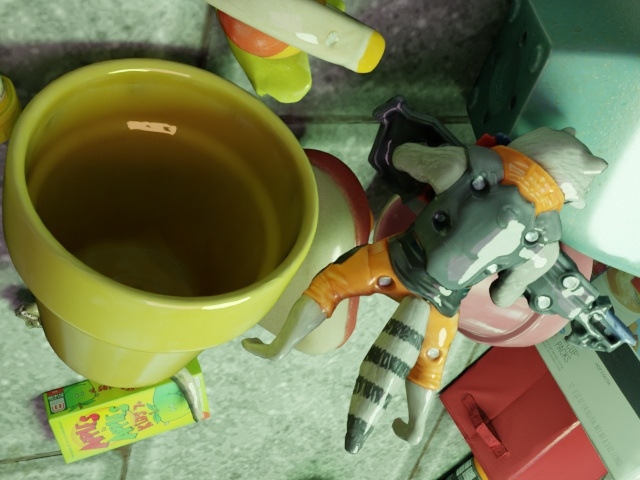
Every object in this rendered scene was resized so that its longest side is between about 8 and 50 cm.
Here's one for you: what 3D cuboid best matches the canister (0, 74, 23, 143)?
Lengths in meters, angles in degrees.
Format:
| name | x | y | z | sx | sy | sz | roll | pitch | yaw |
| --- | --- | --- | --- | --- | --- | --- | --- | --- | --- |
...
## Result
| name | x | y | z | sx | sy | sz | roll | pitch | yaw |
| --- | --- | --- | --- | --- | --- | --- | --- | --- | --- |
| canister | -0.320 | -0.142 | 0.699 | 0.126 | 0.073 | 0.170 | -22 | 136 | -7 |

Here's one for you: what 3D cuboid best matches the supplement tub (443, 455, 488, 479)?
| name | x | y | z | sx | sy | sz | roll | pitch | yaw |
| --- | --- | --- | --- | --- | --- | --- | --- | --- | --- |
| supplement tub | 0.270 | 0.421 | 1.544 | 0.198 | 0.106 | 0.106 | -43 | 136 | 17 |

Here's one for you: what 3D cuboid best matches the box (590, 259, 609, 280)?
| name | x | y | z | sx | sy | sz | roll | pitch | yaw |
| --- | --- | --- | --- | --- | --- | --- | --- | --- | --- |
| box | 0.444 | 0.045 | 1.255 | 0.128 | 0.123 | 0.257 | -34 | 138 | 8 |

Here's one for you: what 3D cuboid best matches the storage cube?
| name | x | y | z | sx | sy | sz | roll | pitch | yaw |
| --- | --- | --- | --- | --- | --- | --- | --- | --- | --- |
| storage cube | 0.331 | 0.257 | 1.359 | 0.193 | 0.184 | 0.215 | -46 | 135 | 16 |

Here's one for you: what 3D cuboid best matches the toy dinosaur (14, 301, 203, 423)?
| name | x | y | z | sx | sy | sz | roll | pitch | yaw |
| --- | --- | --- | --- | --- | --- | --- | --- | --- | --- |
| toy dinosaur | -0.194 | 0.106 | 1.001 | 0.118 | 0.064 | 0.268 | -37 | 124 | 24 |

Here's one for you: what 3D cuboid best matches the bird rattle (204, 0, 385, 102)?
| name | x | y | z | sx | sy | sz | roll | pitch | yaw |
| --- | --- | --- | --- | --- | --- | --- | --- | --- | --- |
| bird rattle | -0.057 | -0.201 | 0.701 | 0.253 | 0.207 | 0.143 | 24 | 99 | -52 |

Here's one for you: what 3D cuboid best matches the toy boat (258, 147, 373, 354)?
| name | x | y | z | sx | sy | sz | roll | pitch | yaw |
| --- | --- | --- | --- | --- | --- | --- | --- | --- | --- |
| toy boat | 0.000 | 0.000 | 0.986 | 0.151 | 0.151 | 0.231 | -39 | 149 | -37 |

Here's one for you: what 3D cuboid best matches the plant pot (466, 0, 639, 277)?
| name | x | y | z | sx | sy | sz | roll | pitch | yaw |
| --- | --- | --- | --- | --- | --- | --- | --- | --- | --- |
| plant pot | 0.293 | -0.129 | 0.923 | 0.252 | 0.247 | 0.248 | 12 | 127 | -12 |

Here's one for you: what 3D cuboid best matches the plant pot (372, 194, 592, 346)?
| name | x | y | z | sx | sy | sz | roll | pitch | yaw |
| --- | --- | --- | --- | --- | --- | --- | --- | --- | --- |
| plant pot | 0.165 | 0.014 | 1.015 | 0.180 | 0.201 | 0.201 | 8 | 127 | -36 |

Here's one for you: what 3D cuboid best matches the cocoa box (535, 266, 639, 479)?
| name | x | y | z | sx | sy | sz | roll | pitch | yaw |
| --- | --- | --- | --- | --- | --- | --- | --- | --- | --- |
| cocoa box | 0.474 | 0.171 | 1.127 | 0.347 | 0.231 | 0.228 | 26 | 120 | -41 |

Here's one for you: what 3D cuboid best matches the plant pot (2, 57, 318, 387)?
| name | x | y | z | sx | sy | sz | roll | pitch | yaw |
| --- | --- | --- | --- | --- | --- | --- | --- | --- | --- |
| plant pot | -0.156 | 0.008 | 0.827 | 0.253 | 0.254 | 0.239 | -4 | 149 | -25 |

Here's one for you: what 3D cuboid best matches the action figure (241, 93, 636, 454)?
| name | x | y | z | sx | sy | sz | roll | pitch | yaw |
| --- | --- | --- | --- | --- | --- | --- | --- | --- | --- |
| action figure | 0.145 | 0.048 | 0.827 | 0.341 | 0.178 | 0.330 | 35 | 102 | -8 |

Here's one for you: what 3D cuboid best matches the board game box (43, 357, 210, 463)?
| name | x | y | z | sx | sy | sz | roll | pitch | yaw |
| --- | --- | --- | --- | --- | --- | --- | --- | --- | --- |
| board game box | -0.229 | 0.199 | 1.104 | 0.181 | 0.043 | 0.092 | -16 | 137 | -14 |
